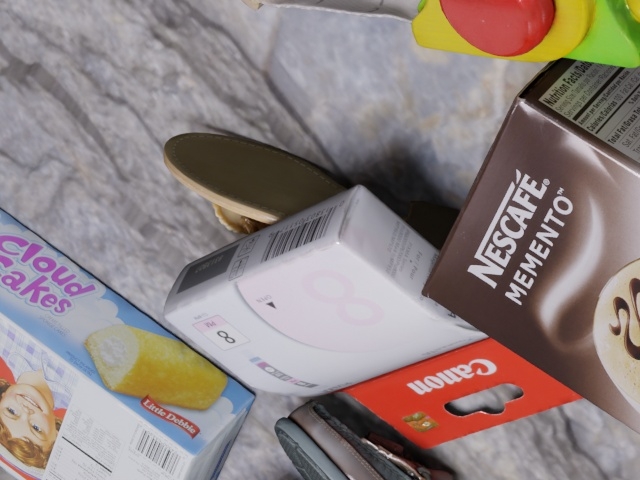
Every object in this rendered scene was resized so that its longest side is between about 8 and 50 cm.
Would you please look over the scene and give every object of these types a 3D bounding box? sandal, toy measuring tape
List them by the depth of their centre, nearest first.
[{"bbox_3d":[0.070,-0.172,1.147,0.330,0.121,0.121,13,125,38],"label":"toy measuring tape"},{"bbox_3d":[-0.003,0.003,1.318,0.240,0.088,0.079,18,121,18],"label":"sandal"}]

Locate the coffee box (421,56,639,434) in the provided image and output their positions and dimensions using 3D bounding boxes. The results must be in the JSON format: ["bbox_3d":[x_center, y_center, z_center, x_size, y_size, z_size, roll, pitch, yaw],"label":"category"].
[{"bbox_3d":[0.231,0.028,1.154,0.297,0.119,0.168,33,132,12],"label":"coffee box"}]

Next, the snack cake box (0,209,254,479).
[{"bbox_3d":[-0.197,0.113,1.519,0.264,0.089,0.152,35,134,11],"label":"snack cake box"}]

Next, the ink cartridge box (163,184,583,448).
[{"bbox_3d":[0.040,0.073,1.295,0.232,0.066,0.189,43,141,-20],"label":"ink cartridge box"}]

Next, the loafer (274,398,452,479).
[{"bbox_3d":[0.081,0.207,1.414,0.267,0.084,0.096,47,167,3],"label":"loafer"}]
